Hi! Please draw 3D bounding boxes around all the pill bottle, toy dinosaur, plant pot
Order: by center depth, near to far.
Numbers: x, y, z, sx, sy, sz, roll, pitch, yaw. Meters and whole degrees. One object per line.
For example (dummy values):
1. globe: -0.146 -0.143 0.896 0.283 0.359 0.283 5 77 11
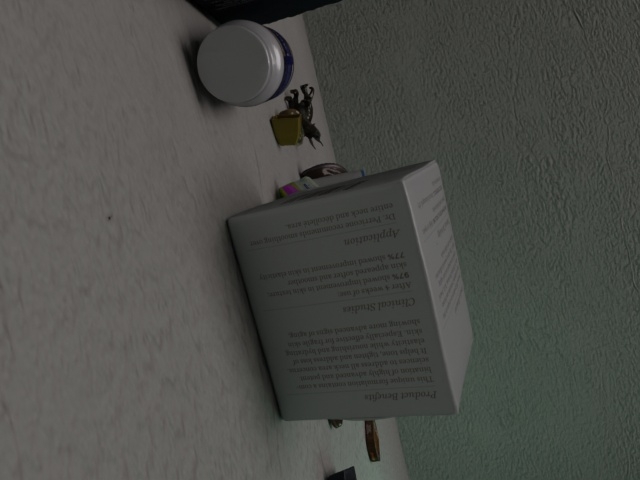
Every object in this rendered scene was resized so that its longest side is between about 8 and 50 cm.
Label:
1. pill bottle: -0.137 -0.334 0.984 0.265 0.153 0.153 -80 156 -70
2. plant pot: -0.097 -0.324 1.527 0.081 0.081 0.083 -83 170 -68
3. toy dinosaur: -0.069 -0.480 1.932 0.314 0.120 0.160 -100 -175 -51

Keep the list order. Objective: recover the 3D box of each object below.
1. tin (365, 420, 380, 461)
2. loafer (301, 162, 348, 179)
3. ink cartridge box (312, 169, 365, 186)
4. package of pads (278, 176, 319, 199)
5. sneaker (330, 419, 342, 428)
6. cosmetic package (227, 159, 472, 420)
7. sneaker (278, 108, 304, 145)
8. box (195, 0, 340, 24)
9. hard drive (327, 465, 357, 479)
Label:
1. tin: 0.200 0.762 1.992 0.190 0.040 0.106 -82 162 -68
2. loafer: 0.070 -0.177 1.915 0.366 0.133 0.130 20 56 -50
3. ink cartridge box: 0.069 -0.066 1.703 0.270 0.197 0.198 78 0 -67
4. package of pads: 0.000 0.000 1.364 0.229 0.101 0.297 49 -20 54
5. sneaker: 0.046 0.399 1.380 0.066 0.071 0.189 49 29 -73
6. cosmetic package: 0.081 0.085 0.992 0.327 0.329 0.394 -34 112 -65
7. sneaker: -0.085 -0.363 1.690 0.192 0.064 0.086 19 54 -84
8. box: -0.157 -0.695 0.911 0.472 0.297 0.480 -48 124 -78
9. hard drive: 0.068 0.660 1.183 0.172 0.054 0.255 57 22 -67
